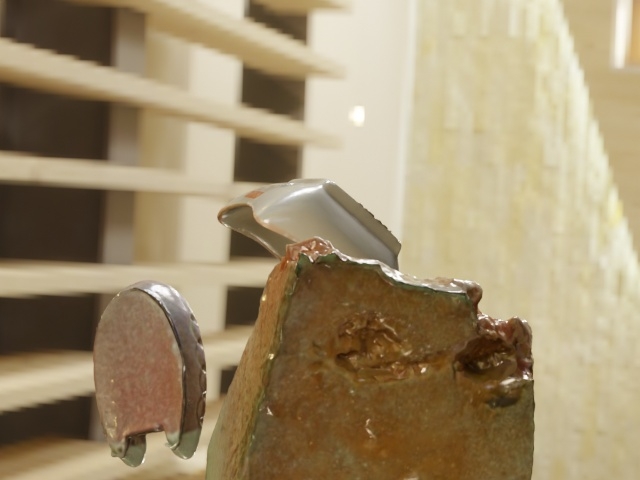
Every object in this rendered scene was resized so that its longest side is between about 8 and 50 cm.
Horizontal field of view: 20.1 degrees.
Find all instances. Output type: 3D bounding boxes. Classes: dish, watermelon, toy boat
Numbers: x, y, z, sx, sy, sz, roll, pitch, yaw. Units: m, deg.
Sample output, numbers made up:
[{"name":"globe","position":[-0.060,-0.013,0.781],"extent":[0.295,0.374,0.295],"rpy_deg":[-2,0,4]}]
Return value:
[{"name":"dish","position":[0.000,0.000,1.604],"extent":[0.077,0.151,0.212],"rpy_deg":[-49,11,-8]},{"name":"watermelon","position":[0.053,0.152,1.387],"extent":[0.151,0.264,0.302],"rpy_deg":[-141,62,-74]},{"name":"toy boat","position":[-0.202,0.162,2.233],"extent":[0.085,0.155,0.227],"rpy_deg":[6,-106,-55]}]
